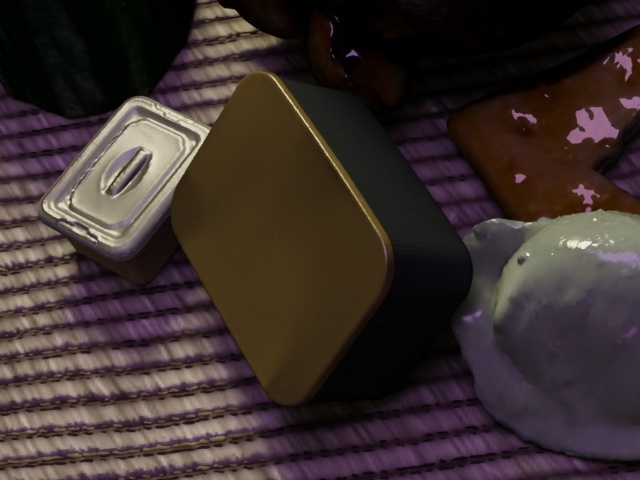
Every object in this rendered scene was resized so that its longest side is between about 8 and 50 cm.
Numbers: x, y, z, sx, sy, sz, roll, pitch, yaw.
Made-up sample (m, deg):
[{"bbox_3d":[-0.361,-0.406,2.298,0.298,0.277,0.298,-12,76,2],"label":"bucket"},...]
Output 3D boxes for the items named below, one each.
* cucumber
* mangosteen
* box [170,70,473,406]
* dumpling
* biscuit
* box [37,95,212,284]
[{"bbox_3d":[-0.184,-0.201,1.304,0.191,0.130,0.191,-4,54,6],"label":"cucumber"},{"bbox_3d":[0.055,-0.255,1.203,0.347,0.307,0.307,-39,52,22],"label":"mangosteen"},{"bbox_3d":[0.000,0.000,1.115,0.144,0.090,0.201,-56,49,28],"label":"box"},{"bbox_3d":[0.186,0.051,1.072,0.219,0.152,0.108,18,35,22],"label":"dumpling"},{"bbox_3d":[0.194,-0.057,1.175,0.174,0.039,0.183,-21,56,-4],"label":"biscuit"},{"bbox_3d":[-0.129,-0.033,1.217,0.089,0.062,0.122,27,68,26],"label":"box"}]
